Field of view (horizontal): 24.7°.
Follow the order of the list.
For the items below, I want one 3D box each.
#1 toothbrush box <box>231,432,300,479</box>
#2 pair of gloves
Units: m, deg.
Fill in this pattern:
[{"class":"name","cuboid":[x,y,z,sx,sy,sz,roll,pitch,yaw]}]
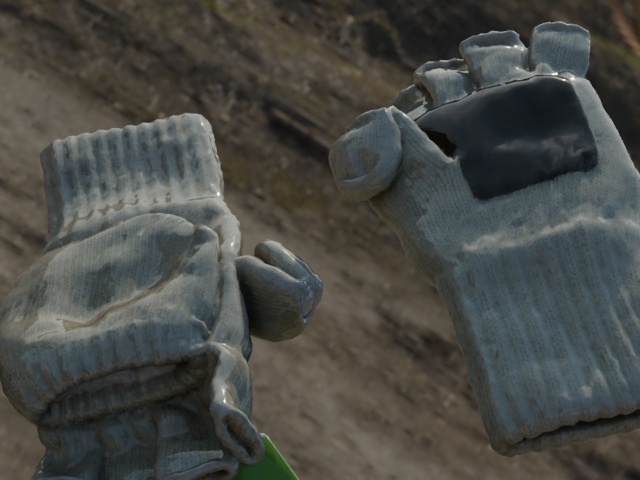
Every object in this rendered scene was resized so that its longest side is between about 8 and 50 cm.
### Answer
[{"class":"toothbrush box","cuboid":[-0.026,0.245,0.495,0.283,0.206,0.122,53,-18,21]},{"class":"pair of gloves","cuboid":[0.000,0.000,0.526,0.240,0.042,0.204,-9,40,5]}]
